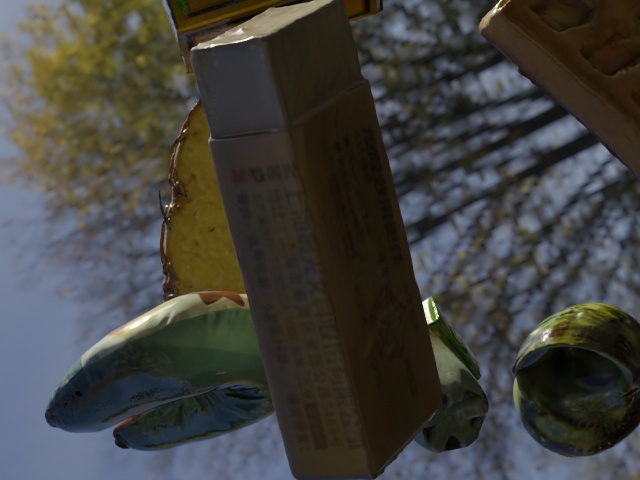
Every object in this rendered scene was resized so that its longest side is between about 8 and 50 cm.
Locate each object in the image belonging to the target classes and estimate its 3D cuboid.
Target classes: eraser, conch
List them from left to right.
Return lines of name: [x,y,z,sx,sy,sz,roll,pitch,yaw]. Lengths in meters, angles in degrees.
eraser: [0.000,0.000,1.376,0.144,0.078,0.343,-37,-62,-58]
conch: [0.267,0.139,1.921,0.187,0.181,0.124,31,-142,-27]

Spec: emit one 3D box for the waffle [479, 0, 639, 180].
waffle: [0.391,-0.209,2.053,0.304,0.077,0.348,-37,-107,-27]

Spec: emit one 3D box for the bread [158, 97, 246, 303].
bread: [-0.089,-0.015,1.955,0.147,0.160,0.261,95,173,-68]

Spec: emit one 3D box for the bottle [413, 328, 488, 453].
bottle: [0.069,0.107,1.736,0.083,0.083,0.270,48,180,-33]

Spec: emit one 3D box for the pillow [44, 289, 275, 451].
pillow: [-0.118,0.119,1.559,0.233,0.214,0.086,26,-145,-64]

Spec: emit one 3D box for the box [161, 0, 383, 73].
box: [-0.082,-0.320,1.704,0.084,0.193,0.301,84,166,-64]

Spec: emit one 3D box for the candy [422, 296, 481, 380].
candy: [0.071,0.158,2.041,0.097,0.194,0.062,53,-168,-24]
